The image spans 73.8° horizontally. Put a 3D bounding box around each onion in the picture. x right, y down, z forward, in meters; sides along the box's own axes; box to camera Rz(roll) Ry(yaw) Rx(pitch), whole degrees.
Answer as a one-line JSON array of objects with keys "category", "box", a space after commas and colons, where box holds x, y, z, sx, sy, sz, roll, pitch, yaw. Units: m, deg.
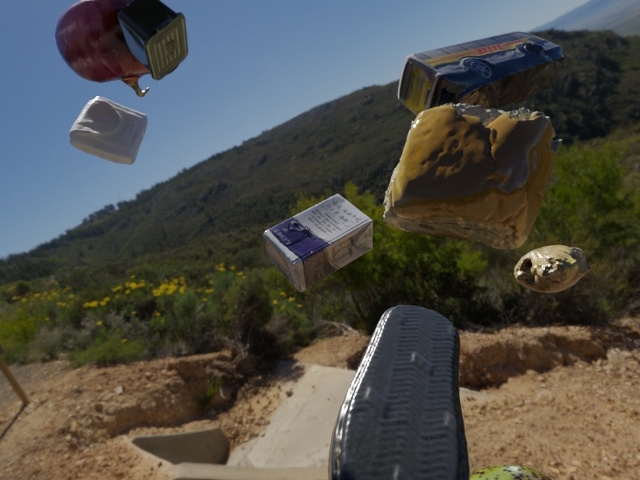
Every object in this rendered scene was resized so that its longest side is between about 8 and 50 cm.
[{"category": "onion", "box": [-0.391, -0.395, 0.834, 0.201, 0.200, 0.208, -17, -14, 43]}]

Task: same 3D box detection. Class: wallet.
[{"category": "wallet", "box": [-0.428, -0.230, 0.874, 0.032, 0.124, 0.182, -52, 30, 34]}]

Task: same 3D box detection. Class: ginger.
[{"category": "ginger", "box": [0.318, 0.039, 0.600, 0.096, 0.067, 0.165, -13, -14, 35]}]

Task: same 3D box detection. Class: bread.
[{"category": "bread", "box": [0.118, -0.055, 0.343, 0.125, 0.082, 0.106, 13, 64, 22]}]

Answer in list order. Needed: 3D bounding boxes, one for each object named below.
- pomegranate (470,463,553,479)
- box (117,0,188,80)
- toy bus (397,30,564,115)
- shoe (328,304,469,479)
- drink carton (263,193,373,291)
[{"category": "pomegranate", "box": [0.382, 0.619, 0.892, 0.341, 0.284, 0.285, 12, -3, -21]}, {"category": "box", "box": [-0.269, -0.330, 0.690, 0.084, 0.069, 0.122, -51, 4, -18]}, {"category": "toy bus", "box": [0.160, -0.165, 0.423, 0.172, 0.072, 0.057, -24, -35, -26]}, {"category": "shoe", "box": [0.107, 0.289, 0.617, 0.172, 0.237, 0.384, 12, 32, 9]}, {"category": "drink carton", "box": [0.000, -0.001, 0.992, 0.222, 0.101, 0.134, -30, 47, -22]}]
